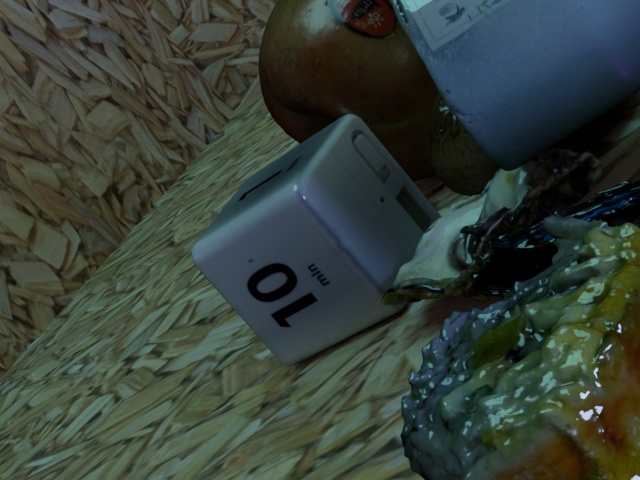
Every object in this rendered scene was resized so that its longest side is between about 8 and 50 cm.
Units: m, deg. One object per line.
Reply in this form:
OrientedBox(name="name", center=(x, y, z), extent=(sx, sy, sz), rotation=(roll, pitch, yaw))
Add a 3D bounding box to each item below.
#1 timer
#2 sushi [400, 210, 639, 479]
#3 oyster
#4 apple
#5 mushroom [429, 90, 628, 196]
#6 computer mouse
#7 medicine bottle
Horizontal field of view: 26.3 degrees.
OrientedBox(name="timer", center=(0.000, 0.000, 1.623), extent=(0.195, 0.192, 0.194), rotation=(-30, 16, 37))
OrientedBox(name="sushi", center=(0.170, 0.096, 0.937), extent=(0.184, 0.139, 0.274), rotation=(-24, 18, 45))
OrientedBox(name="oyster", center=(0.168, -0.005, 1.413), extent=(0.214, 0.083, 0.223), rotation=(-45, 10, -34))
OrientedBox(name="apple", center=(0.094, -0.255, 1.869), extent=(0.305, 0.338, 0.338), rotation=(-59, 18, -16))
OrientedBox(name="mushroom", center=(0.234, -0.153, 1.589), extent=(0.253, 0.153, 0.253), rotation=(-33, 24, 17))
OrientedBox(name="computer mouse", center=(0.237, 0.003, 1.173), extent=(0.242, 0.077, 0.146), rotation=(-23, -1, 30))
OrientedBox(name="medicine bottle", center=(0.243, -0.241, 1.321), extent=(0.290, 0.245, 0.245), rotation=(-30, 15, 18))
